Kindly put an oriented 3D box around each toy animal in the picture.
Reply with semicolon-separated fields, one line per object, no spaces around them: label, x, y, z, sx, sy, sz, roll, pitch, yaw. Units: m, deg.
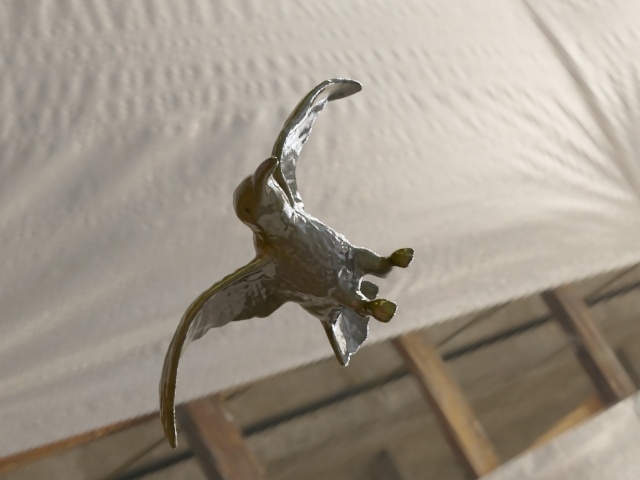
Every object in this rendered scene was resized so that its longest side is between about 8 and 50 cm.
toy animal;0.000;0.000;0.738;0.095;0.155;0.219;27;-111;-1
